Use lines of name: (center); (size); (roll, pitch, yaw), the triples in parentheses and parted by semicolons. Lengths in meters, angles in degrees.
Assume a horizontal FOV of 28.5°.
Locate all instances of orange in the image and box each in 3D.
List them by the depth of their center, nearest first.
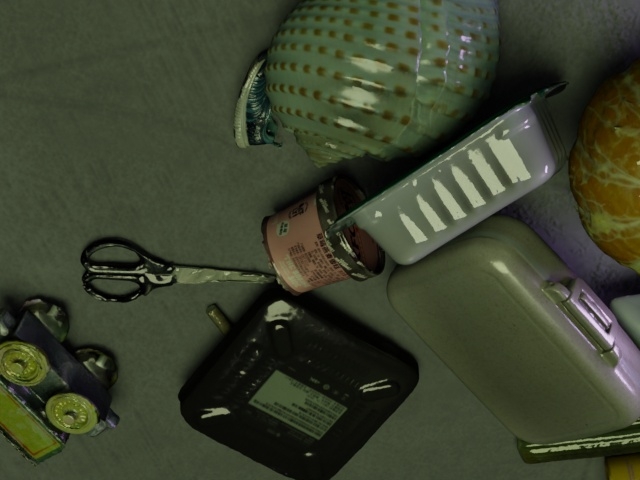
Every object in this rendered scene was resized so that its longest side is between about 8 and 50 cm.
orange: (0.485, -0.101, 1.638); (0.329, 0.249, 0.329); (1, 110, 3)

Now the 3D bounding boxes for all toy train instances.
toy train: (-0.429, 0.210, 1.919); (0.177, 0.134, 0.261); (-30, 113, 26)

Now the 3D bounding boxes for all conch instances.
conch: (0.095, -0.225, 1.615); (0.303, 0.215, 0.319); (23, 119, -22)

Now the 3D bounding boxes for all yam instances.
yam: (-0.136, 0.144, 1.928); (0.021, 0.021, 0.116); (-28, 115, 17)

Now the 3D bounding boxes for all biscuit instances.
biscuit: (0.468, 0.297, 1.975); (0.322, 0.038, 0.099); (-8, 120, 9)

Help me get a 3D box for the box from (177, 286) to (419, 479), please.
box: (-0.033, 0.229, 1.933); (0.290, 0.073, 0.289); (31, 115, -21)

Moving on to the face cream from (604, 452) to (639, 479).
face cream: (0.589, 0.361, 1.983); (0.273, 0.078, 0.078); (-8, 118, 7)

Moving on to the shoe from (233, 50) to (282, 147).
shoe: (-0.078, -0.188, 1.720); (0.071, 0.064, 0.143); (9, 121, -1)

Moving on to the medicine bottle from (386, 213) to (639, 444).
medicine bottle: (0.285, 0.133, 1.803); (0.375, 0.123, 0.282); (47, 141, -17)

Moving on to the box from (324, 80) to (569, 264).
box: (0.188, -0.073, 1.638); (0.337, 0.264, 0.106); (-32, 89, 22)

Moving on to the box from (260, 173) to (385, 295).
box: (0.000, 0.000, 1.777); (0.135, 0.151, 0.151); (-22, 116, 23)

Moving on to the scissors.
scissors: (-0.207, 0.052, 1.882); (0.300, 0.022, 0.109); (4, 122, 0)

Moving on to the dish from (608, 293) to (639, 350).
dish: (0.525, 0.173, 1.842); (0.182, 0.080, 0.243); (-9, 136, 11)
